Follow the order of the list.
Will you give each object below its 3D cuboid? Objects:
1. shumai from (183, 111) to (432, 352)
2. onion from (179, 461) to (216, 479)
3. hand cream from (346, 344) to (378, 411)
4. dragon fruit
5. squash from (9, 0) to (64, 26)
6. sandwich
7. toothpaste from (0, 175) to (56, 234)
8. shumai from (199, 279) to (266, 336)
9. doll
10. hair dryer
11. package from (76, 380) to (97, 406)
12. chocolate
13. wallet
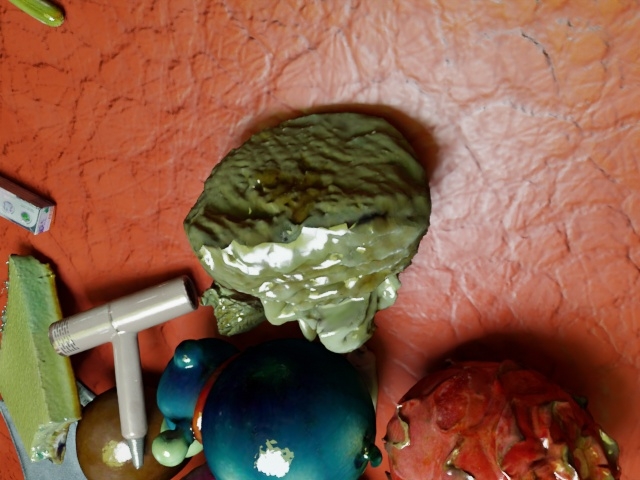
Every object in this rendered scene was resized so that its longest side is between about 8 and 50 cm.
[{"bbox_3d":[-0.001,-0.001,0.675,0.256,0.189,0.218,-10,132,12],"label":"shumai"},{"bbox_3d":[-0.104,0.434,0.868,0.348,0.285,0.347,-6,108,-20],"label":"onion"},{"bbox_3d":[0.051,0.205,0.821,0.057,0.037,0.165,10,125,13],"label":"hand cream"},{"bbox_3d":[0.195,0.243,0.674,0.252,0.241,0.240,-7,112,21],"label":"dragon fruit"},{"bbox_3d":[-0.335,-0.276,0.710,0.083,0.027,0.027,35,120,-1],"label":"squash"},{"bbox_3d":[-0.391,0.174,0.868,0.212,0.063,0.244,41,124,36],"label":"sandwich"},{"bbox_3d":[-0.458,-0.074,0.840,0.196,0.040,0.047,27,116,4],"label":"toothpaste"},{"bbox_3d":[-0.111,0.078,0.798,0.082,0.083,0.080,-25,73,-1],"label":"shumai"},{"bbox_3d":[-0.070,0.206,0.724,0.322,0.198,0.186,7,130,29],"label":"doll"},{"bbox_3d":[-0.231,0.178,0.804,0.195,0.053,0.220,-21,81,4],"label":"hair dryer"},{"bbox_3d":[-0.360,0.269,0.988,0.110,0.015,0.037,43,114,-7],"label":"package"},{"bbox_3d":[-0.260,0.291,0.887,0.177,0.176,0.176,7,117,15],"label":"chocolate"},{"bbox_3d":[-0.455,0.369,1.057,0.167,0.036,0.222,0,113,19],"label":"wallet"}]
